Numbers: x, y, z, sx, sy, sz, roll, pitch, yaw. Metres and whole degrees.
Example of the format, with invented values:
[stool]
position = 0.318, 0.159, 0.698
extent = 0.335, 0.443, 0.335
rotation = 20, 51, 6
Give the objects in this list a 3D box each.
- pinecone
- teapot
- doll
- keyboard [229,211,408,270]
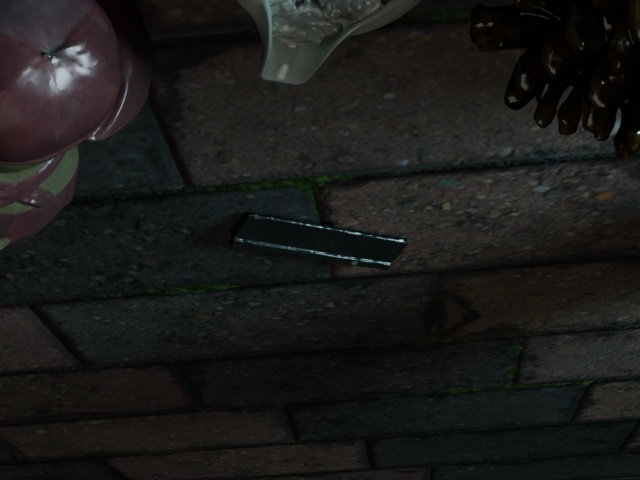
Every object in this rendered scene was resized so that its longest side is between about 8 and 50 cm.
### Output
[pinecone]
position = 0.204, -0.147, 0.694
extent = 0.212, 0.185, 0.168
rotation = 10, 171, 11
[teapot]
position = 0.011, -0.194, 0.667
extent = 0.145, 0.092, 0.226
rotation = 4, 153, -20
[doll]
position = -0.224, -0.103, 0.767
extent = 0.152, 0.196, 0.256
rotation = 43, 147, -6
[keyboard]
position = 0.000, 0.000, 1.164
extent = 0.195, 0.018, 0.060
rotation = 9, 145, -25
